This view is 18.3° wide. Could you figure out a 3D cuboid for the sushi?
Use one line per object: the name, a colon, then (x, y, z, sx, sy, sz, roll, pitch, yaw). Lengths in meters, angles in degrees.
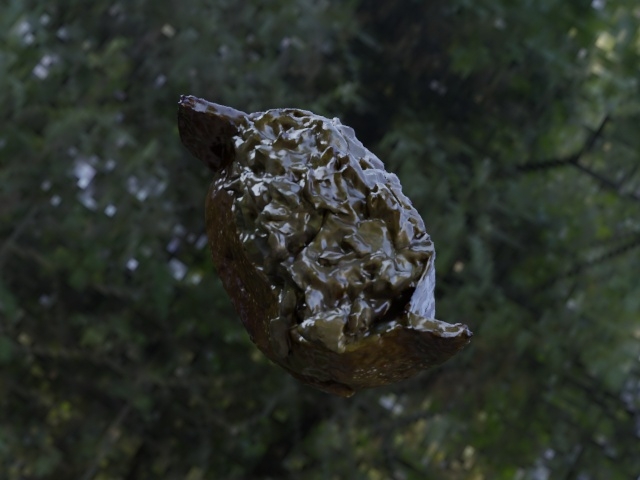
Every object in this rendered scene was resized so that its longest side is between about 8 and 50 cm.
sushi: (0.000, 0.000, 0.586, 0.055, 0.052, 0.120, 94, -25, -47)
